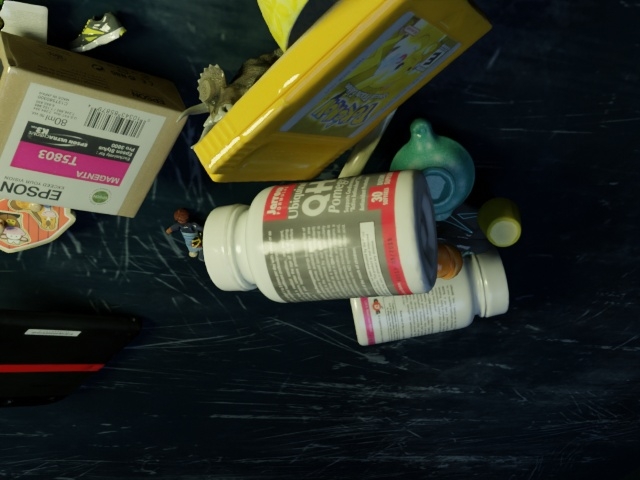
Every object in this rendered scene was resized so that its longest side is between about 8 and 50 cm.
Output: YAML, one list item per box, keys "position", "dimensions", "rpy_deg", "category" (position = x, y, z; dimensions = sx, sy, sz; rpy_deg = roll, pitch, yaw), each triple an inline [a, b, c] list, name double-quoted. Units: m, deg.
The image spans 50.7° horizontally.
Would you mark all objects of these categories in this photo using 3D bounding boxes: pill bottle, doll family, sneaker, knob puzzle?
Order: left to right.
- position: [-0.468, -0.040, 1.013]
  dimensions: [0.213, 0.030, 0.213]
  rpy_deg: [-5, 140, -4]
  category: "knob puzzle"
- position: [-0.283, -0.262, 0.848]
  dimensions: [0.083, 0.031, 0.035]
  rpy_deg: [-13, 112, 18]
  category: "sneaker"
- position: [-0.169, -0.008, 1.146]
  dimensions: [0.192, 0.076, 0.111]
  rpy_deg: [-10, 146, 6]
  category: "doll family"
- position: [0.000, 0.000, 0.984]
  dimensions: [0.318, 0.176, 0.176]
  rpy_deg: [-5, 144, 19]
  category: "pill bottle"
- position: [0.179, -0.051, 1.165]
  dimensions: [0.267, 0.101, 0.106]
  rpy_deg: [7, 114, -15]
  category: "sneaker"
- position: [0.196, 0.096, 1.275]
  dimensions: [0.282, 0.160, 0.160]
  rpy_deg: [-10, 141, 2]
  category: "pill bottle"

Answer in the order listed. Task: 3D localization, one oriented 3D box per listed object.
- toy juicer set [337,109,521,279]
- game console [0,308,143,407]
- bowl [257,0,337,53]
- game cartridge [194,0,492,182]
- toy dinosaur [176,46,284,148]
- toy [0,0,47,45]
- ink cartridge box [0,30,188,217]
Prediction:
- position: [0.147, -0.077, 1.072]
  dimensions: [0.209, 0.089, 0.329]
  rpy_deg: [-40, 107, 21]
  category: "toy juicer set"
- position: [-0.586, 0.225, 1.292]
  dimensions: [0.342, 0.060, 0.386]
  rpy_deg: [-40, 150, 26]
  category: "game console"
- position: [0.027, -0.338, 0.683]
  dimensions: [0.289, 0.289, 0.156]
  rpy_deg: [-39, 90, 32]
  category: "bowl"
- position: [0.035, -0.179, 0.791]
  dimensions: [0.323, 0.053, 0.285]
  rpy_deg: [-41, 168, 24]
  category: "game cartridge"
- position: [-0.064, -0.190, 0.924]
  dimensions: [0.160, 0.121, 0.313]
  rpy_deg: [-23, 171, 16]
  category: "toy dinosaur"
- position: [-0.422, -0.206, 0.858]
  dimensions: [0.136, 0.056, 0.237]
  rpy_deg: [1, 137, -23]
  category: "toy"
- position: [-0.321, -0.138, 0.880]
  dimensions: [0.234, 0.088, 0.193]
  rpy_deg: [8, 128, -41]
  category: "ink cartridge box"
